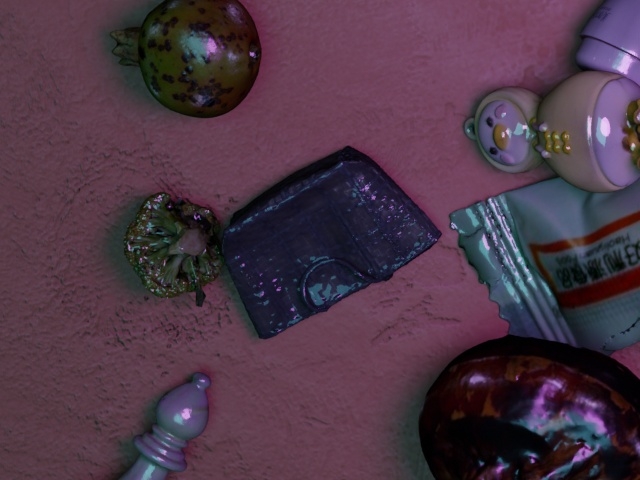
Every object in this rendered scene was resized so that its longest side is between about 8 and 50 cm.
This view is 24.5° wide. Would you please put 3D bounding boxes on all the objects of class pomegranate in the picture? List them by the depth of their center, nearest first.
[{"bbox_3d":[-0.164,-0.230,1.786,0.205,0.159,0.159,9,103,32],"label":"pomegranate"}]

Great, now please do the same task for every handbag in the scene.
[{"bbox_3d":[0.000,0.000,1.839,0.270,0.089,0.175,-30,103,13],"label":"handbag"}]

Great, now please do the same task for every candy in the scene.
[{"bbox_3d":[0.374,0.011,1.763,0.398,0.172,0.263,-24,86,32],"label":"candy"}]

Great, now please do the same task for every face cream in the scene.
[{"bbox_3d":[0.362,-0.228,1.719,0.117,0.117,0.104,30,94,2],"label":"face cream"}]

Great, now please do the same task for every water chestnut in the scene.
[{"bbox_3d":[0.246,0.256,1.730,0.300,0.300,0.300,2,101,8],"label":"water chestnut"}]

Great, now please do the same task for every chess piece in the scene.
[{"bbox_3d":[-0.216,0.291,1.914,0.139,0.139,0.272,30,91,2],"label":"chess piece"}]

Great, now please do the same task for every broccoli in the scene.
[{"bbox_3d":[-0.181,0.008,1.844,0.130,0.120,0.131,29,71,-18],"label":"broccoli"}]

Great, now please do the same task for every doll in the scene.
[{"bbox_3d":[0.276,-0.123,1.704,0.296,0.117,0.141,2,112,43],"label":"doll"}]
